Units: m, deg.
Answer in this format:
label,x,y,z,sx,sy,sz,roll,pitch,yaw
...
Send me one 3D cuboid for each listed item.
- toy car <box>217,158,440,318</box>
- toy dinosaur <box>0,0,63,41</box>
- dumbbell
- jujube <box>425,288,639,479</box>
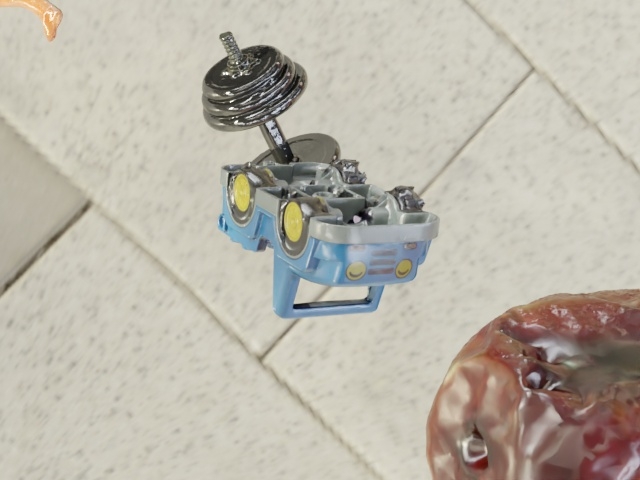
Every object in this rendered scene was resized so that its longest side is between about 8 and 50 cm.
label,x,y,z,sx,sy,sz,roll,pitch,yaw
toy car,0.000,0.000,1.170,0.097,0.191,0.100,-3,106,-28
toy dinosaur,-0.297,-0.122,1.107,0.280,0.055,0.101,5,80,20
dumbbell,-0.041,-0.093,1.427,0.099,0.099,0.208,-39,123,-21
jujube,0.286,0.178,1.449,0.377,0.276,0.276,8,74,-31
